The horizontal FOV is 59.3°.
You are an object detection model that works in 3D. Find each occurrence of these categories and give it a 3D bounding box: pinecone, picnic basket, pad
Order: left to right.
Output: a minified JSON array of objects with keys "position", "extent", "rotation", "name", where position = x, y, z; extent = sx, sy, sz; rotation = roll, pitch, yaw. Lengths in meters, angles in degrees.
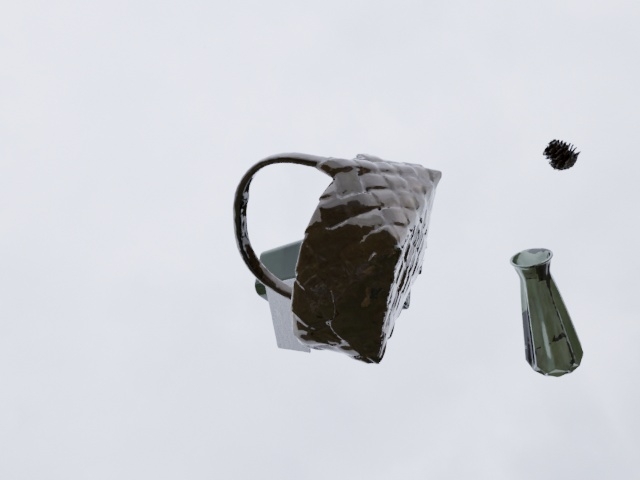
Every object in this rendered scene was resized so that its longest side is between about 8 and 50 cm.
[{"position":[-0.069,0.150,1.121],"extent":[0.003,0.211,0.143],"rotation":[-10,-95,-22],"name":"pad"},{"position":[0.000,0.000,0.903],"extent":[0.337,0.337,0.293],"rotation":[-2,-57,-11],"name":"picnic basket"},{"position":[0.585,-0.209,1.369],"extent":[0.077,0.077,0.083],"rotation":[-45,-98,6],"name":"pinecone"}]

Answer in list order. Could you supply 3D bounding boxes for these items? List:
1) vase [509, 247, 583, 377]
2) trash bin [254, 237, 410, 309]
[{"position":[0.629,0.205,1.585],"extent":[0.165,0.165,0.360],"rotation":[-22,-72,-4],"name":"vase"},{"position":[0.032,0.085,1.426],"extent":[0.343,0.158,0.223],"rotation":[-12,-36,33],"name":"trash bin"}]
